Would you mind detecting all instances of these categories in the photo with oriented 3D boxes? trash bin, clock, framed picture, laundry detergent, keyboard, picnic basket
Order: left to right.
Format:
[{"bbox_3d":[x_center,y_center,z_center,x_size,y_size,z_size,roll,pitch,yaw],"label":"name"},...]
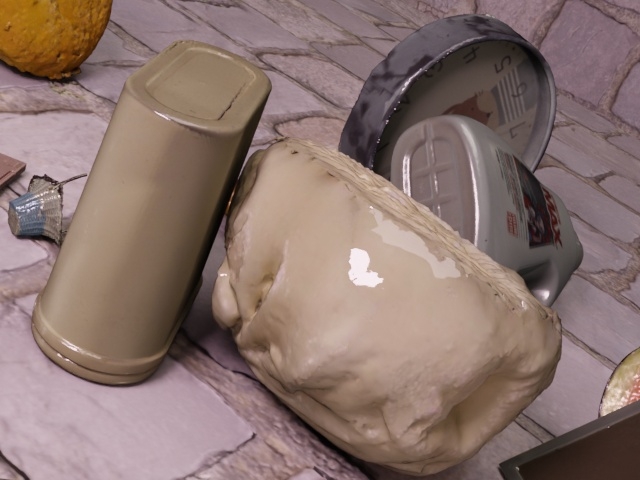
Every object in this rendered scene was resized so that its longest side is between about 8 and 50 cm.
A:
[{"bbox_3d":[-0.350,-0.055,0.984,0.055,0.017,0.166,21,24,-2],"label":"keyboard"},{"bbox_3d":[-0.265,-0.031,0.966,0.083,0.065,0.083,-13,38,-32],"label":"picnic basket"},{"bbox_3d":[-0.144,-0.033,0.865,0.121,0.247,0.243,24,25,-3],"label":"trash bin"},{"bbox_3d":[0.176,-0.138,1.303,0.325,0.325,0.067,6,27,-39],"label":"clock"},{"bbox_3d":[0.243,0.006,1.269,0.397,0.124,0.264,17,63,-54],"label":"laundry detergent"},{"bbox_3d":[0.315,0.225,0.895,0.252,0.014,0.197,-24,35,-1],"label":"framed picture"}]

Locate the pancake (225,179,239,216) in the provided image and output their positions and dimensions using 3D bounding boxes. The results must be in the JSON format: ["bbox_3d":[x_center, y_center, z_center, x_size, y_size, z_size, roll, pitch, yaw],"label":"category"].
[{"bbox_3d":[0.000,0.000,1.177,0.257,0.056,0.212,6,32,-40],"label":"pancake"}]

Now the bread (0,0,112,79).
[{"bbox_3d":[-0.370,-0.338,1.287,0.139,0.240,0.240,23,21,24],"label":"bread"}]

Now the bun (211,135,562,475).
[{"bbox_3d":[0.042,0.064,0.898,0.359,0.211,0.360,35,10,-7],"label":"bun"}]

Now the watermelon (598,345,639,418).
[{"bbox_3d":[0.394,0.260,0.977,0.303,0.159,0.128,44,-6,34],"label":"watermelon"}]

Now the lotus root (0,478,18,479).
[{"bbox_3d":[-0.125,0.211,0.517,0.322,0.140,0.158,17,25,-26],"label":"lotus root"}]
